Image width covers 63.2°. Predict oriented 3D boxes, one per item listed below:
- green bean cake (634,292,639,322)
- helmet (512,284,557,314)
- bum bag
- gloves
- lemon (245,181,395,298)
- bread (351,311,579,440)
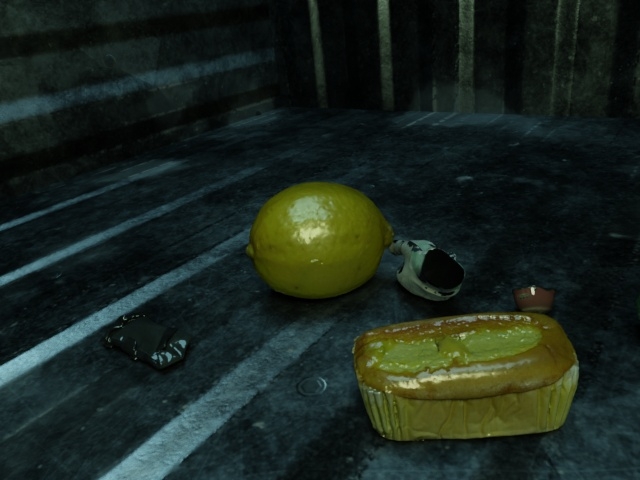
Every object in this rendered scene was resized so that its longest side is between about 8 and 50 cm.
[{"bbox_3d":[0.602,0.105,0.743,0.208,0.193,0.107,18,45,-2],"label":"green bean cake"},{"bbox_3d":[0.370,0.106,0.892,0.083,0.049,0.065,9,-20,-33],"label":"helmet"},{"bbox_3d":[-0.311,0.172,0.927,0.197,0.049,0.087,12,36,34],"label":"bum bag"},{"bbox_3d":[0.195,0.056,0.988,0.127,0.111,0.212,11,-11,-5],"label":"gloves"},{"bbox_3d":[-0.005,0.000,1.006,0.263,0.236,0.236,18,15,-25],"label":"lemon"},{"bbox_3d":[0.189,0.178,0.706,0.288,0.120,0.152,-5,21,3],"label":"bread"}]
